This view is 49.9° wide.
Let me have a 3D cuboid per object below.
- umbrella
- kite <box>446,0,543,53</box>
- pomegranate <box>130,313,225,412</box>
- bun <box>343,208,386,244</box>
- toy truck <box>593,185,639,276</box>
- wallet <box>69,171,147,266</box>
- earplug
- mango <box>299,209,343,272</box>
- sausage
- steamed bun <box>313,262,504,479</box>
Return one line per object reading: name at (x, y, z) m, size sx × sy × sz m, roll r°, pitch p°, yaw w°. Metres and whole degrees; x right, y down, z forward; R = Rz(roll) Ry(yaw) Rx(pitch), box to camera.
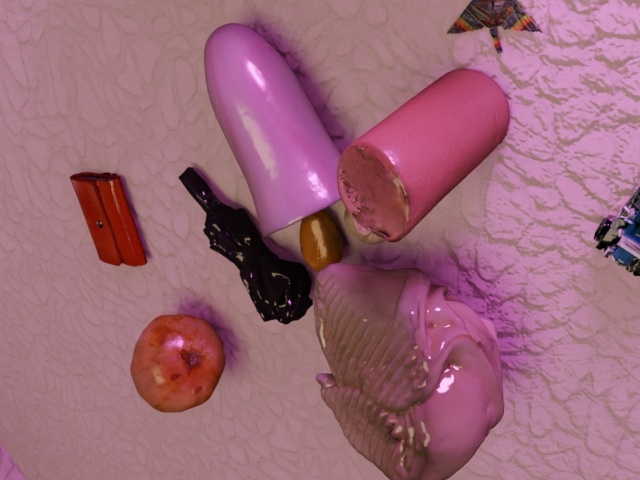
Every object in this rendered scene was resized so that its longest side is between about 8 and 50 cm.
umbrella at (-0.140, 0.004, 1.225) m, size 0.340 × 0.118 × 0.118 m, roll 52°, pitch 136°, yaw 10°
kite at (0.207, -0.270, 0.833) m, size 0.122 × 0.004 × 0.090 m, roll 5°, pitch 121°, yaw 35°
pomegranate at (-0.298, 0.251, 1.425) m, size 0.207 × 0.207 × 0.207 m, roll 19°, pitch 128°, yaw 26°
bun at (0.073, -0.030, 1.060) m, size 0.086 × 0.055 × 0.086 m, roll 19°, pitch 129°, yaw 26°
toy truck at (0.389, -0.025, 0.809) m, size 0.080 × 0.078 × 0.154 m, roll 34°, pitch 133°, yaw 12°
wallet at (-0.446, -0.043, 1.451) m, size 0.142 × 0.045 × 0.204 m, roll 8°, pitch 122°, yaw 34°
earplug at (-0.078, -0.176, 1.016) m, size 0.172 × 0.172 × 0.301 m, roll -23°, pitch 97°, yaw 44°
mango at (0.000, 0.000, 1.135) m, size 0.079 × 0.057 × 0.114 m, roll 14°, pitch 123°, yaw 39°
sausage at (0.124, -0.108, 0.833) m, size 0.123 × 0.253 × 0.123 m, roll 24°, pitch 134°, yaw 27°
steamed bun at (0.143, 0.186, 1.049) m, size 0.324 × 0.220 × 0.309 m, roll 20°, pitch 118°, yaw 58°
